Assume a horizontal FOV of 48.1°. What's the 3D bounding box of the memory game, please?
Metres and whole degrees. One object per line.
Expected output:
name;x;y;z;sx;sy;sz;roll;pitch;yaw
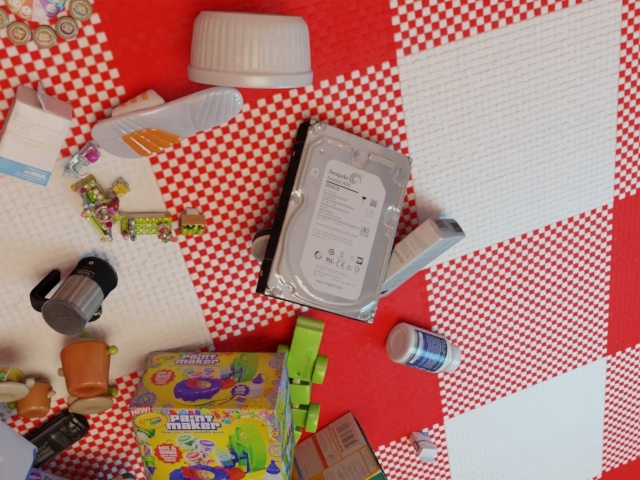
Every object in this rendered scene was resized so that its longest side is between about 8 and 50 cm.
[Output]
memory game;-0.446;-0.390;1.112;0.186;0.012;0.186;-9;121;-16

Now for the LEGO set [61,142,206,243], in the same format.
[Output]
LEGO set;-0.338;-0.043;1.291;0.287;0.107;0.132;35;102;-32

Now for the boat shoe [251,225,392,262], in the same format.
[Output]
boat shoe;0.000;0.000;1.456;0.302;0.091;0.114;7;141;-26

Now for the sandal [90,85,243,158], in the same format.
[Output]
sandal;-0.262;-0.220;1.237;0.265;0.076;0.102;-17;145;3

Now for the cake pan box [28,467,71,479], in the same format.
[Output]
cake pan box;-0.536;0.612;1.522;0.266;0.070;0.246;19;120;-3

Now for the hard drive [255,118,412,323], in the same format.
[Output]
hard drive;0.032;-0.033;1.364;0.236;0.064;0.339;18;81;-23

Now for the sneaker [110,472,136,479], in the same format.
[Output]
sneaker;-0.496;0.602;1.614;0.258;0.091;0.094;-31;132;24

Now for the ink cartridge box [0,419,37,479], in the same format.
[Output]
ink cartridge box;-0.777;0.431;1.327;0.395;0.151;0.270;-21;127;19

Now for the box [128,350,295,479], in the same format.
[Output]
box;-0.212;0.391;1.492;0.289;0.177;0.279;-1;120;6

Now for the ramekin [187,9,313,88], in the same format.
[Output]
ramekin;-0.113;-0.315;1.168;0.207;0.207;0.109;-4;110;-19

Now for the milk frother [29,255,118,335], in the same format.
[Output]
milk frother;-0.450;0.126;1.328;0.129;0.135;0.143;-4;122;18

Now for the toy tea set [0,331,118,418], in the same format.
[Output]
toy tea set;-0.561;0.263;1.403;0.335;0.124;0.200;2;147;-25

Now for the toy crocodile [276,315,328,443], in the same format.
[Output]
toy crocodile;-0.051;0.321;1.612;0.115;0.105;0.341;9;111;0

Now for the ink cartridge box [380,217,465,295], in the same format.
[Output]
ink cartridge box;0.182;0.041;1.515;0.232;0.066;0.189;-35;167;22

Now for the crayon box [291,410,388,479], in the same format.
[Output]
crayon box;-0.017;0.576;1.705;0.322;0.203;0.083;-30;124;-1

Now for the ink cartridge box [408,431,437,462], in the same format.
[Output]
ink cartridge box;0.269;0.536;1.859;0.048;0.083;0.028;11;114;-26

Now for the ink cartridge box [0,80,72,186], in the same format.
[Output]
ink cartridge box;-0.469;-0.180;1.174;0.089;0.092;0.143;20;110;-29

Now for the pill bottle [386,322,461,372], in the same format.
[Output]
pill bottle;0.247;0.259;1.688;0.169;0.094;0.094;20;109;-28

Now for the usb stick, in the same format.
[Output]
usb stick;-0.616;0.454;1.508;0.278;0.045;0.077;-34;117;1
